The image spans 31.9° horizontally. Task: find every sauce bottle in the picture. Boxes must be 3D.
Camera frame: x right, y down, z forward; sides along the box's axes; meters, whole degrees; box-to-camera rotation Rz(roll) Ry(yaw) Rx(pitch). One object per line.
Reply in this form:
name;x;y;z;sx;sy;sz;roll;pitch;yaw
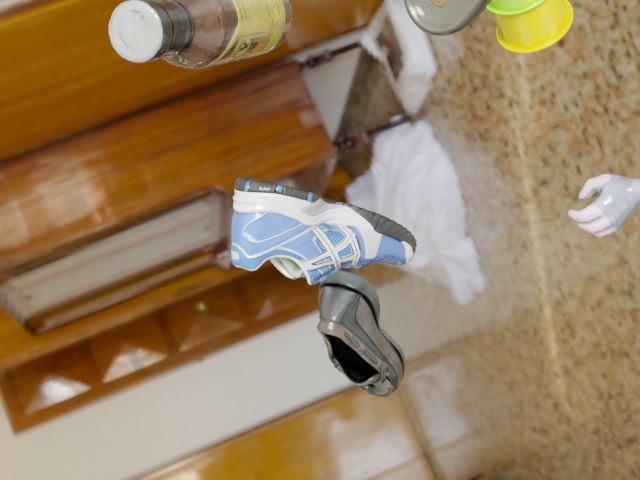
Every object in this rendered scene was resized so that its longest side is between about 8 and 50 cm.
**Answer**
sauce bottle;-0.145;-0.268;1.379;0.344;0.111;0.111;-32;-77;-64

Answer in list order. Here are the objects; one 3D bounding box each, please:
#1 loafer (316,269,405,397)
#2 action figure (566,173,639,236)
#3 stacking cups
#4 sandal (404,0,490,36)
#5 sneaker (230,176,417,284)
loafer;0.040;0.139;1.407;0.267;0.096;0.084;67;-142;-52
action figure;0.351;-0.089;0.767;0.275;0.370;0.248;14;88;45
stacking cups;0.197;-0.348;1.227;0.096;0.096;0.316;58;-179;44
sandal;0.119;-0.243;0.842;0.090;0.060;0.219;49;131;14
sneaker;0.000;0.000;1.038;0.080;0.211;0.081;15;91;54
